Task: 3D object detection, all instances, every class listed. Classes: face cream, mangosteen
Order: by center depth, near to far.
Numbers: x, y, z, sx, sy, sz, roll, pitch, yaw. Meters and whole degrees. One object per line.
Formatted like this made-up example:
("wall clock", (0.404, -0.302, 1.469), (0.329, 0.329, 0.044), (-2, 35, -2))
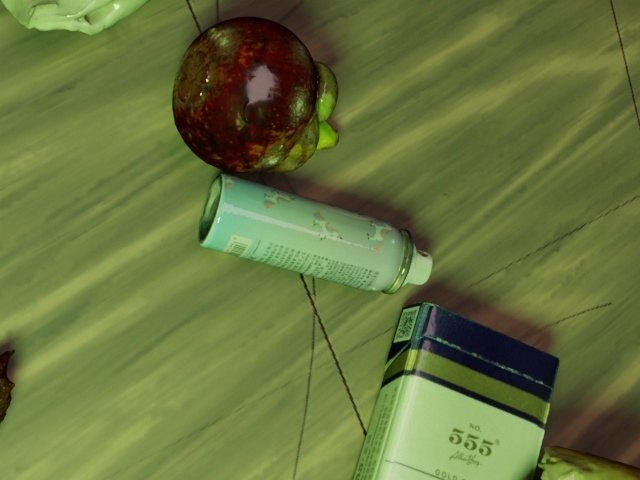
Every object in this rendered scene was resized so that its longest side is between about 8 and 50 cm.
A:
("mangosteen", (-0.046, -0.135, 0.978), (0.181, 0.146, 0.156), (9, 72, -20))
("face cream", (0.000, 0.000, 1.006), (0.229, 0.075, 0.075), (16, 72, -19))

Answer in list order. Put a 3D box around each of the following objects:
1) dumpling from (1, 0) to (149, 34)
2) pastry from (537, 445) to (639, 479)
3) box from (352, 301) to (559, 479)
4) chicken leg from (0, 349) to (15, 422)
("dumpling", (-0.211, -0.301, 0.964), (0.193, 0.147, 0.258), (24, 73, 17))
("pastry", (0.290, 0.324, 0.967), (0.256, 0.170, 0.237), (22, 70, -38))
("box", (0.127, 0.206, 1.011), (0.168, 0.071, 0.259), (24, 70, -15))
("chicken leg", (-0.312, 0.201, 0.841), (0.105, 0.063, 0.234), (10, 74, -25))
